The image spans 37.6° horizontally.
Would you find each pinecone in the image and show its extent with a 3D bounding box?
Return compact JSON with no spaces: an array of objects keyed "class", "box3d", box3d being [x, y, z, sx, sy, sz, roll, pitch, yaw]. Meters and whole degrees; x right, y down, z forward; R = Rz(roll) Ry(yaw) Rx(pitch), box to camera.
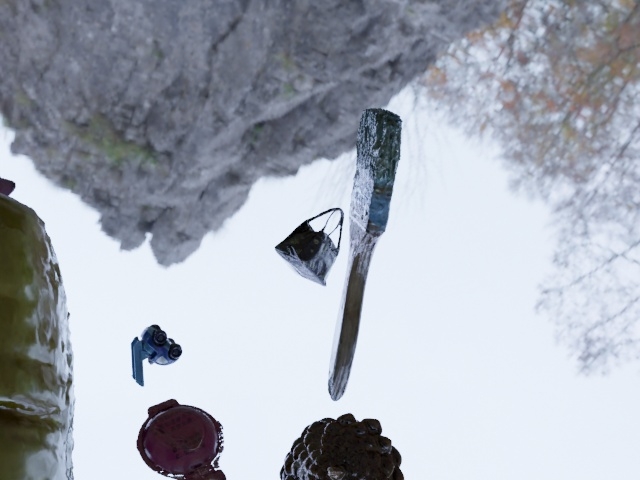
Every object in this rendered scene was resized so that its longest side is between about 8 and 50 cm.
[{"class":"pinecone","box3d":[0.024,0.354,1.404,0.168,0.212,0.185,43,-110,-11]}]

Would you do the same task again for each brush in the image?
[{"class":"brush","box3d":[0.024,0.012,0.612,0.021,0.196,0.070,8,-170,-12]}]

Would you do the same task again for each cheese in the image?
[{"class":"cheese","box3d":[-0.139,0.227,0.997,0.095,0.038,0.145,-19,-126,-26]}]

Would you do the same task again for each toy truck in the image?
[{"class":"toy truck","box3d":[-0.268,0.183,1.481,0.073,0.090,0.056,46,170,-22]}]

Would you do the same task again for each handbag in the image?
[{"class":"handbag","box3d":[0.000,0.000,1.665,0.072,0.115,0.139,29,-103,37]}]

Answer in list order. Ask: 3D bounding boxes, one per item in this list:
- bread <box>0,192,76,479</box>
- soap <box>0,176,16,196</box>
[{"class":"bread","box3d":[-0.241,0.136,0.514,0.208,0.251,0.376,0,-101,-24]},{"class":"soap","box3d":[-0.598,-0.045,1.591,0.065,0.203,0.122,46,-124,-10]}]
